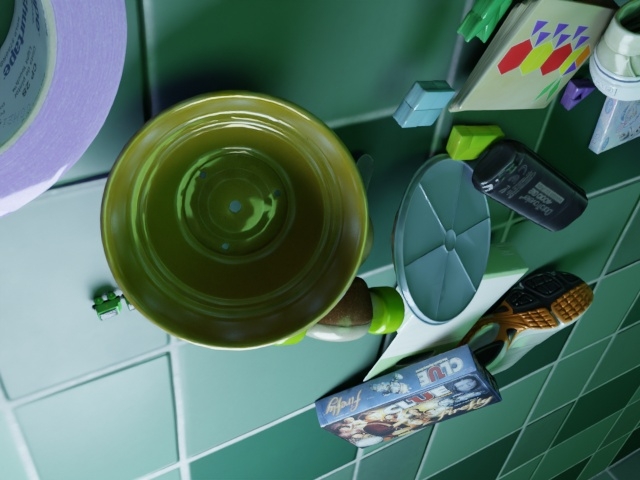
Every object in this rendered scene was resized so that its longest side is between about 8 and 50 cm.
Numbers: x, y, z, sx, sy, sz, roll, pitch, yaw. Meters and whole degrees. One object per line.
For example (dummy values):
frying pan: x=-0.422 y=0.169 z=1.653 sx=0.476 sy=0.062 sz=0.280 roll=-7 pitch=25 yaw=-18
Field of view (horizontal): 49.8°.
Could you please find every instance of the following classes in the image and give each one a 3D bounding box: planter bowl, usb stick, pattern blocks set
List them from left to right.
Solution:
planter bowl: x=-0.073 y=-0.022 z=0.600 sx=0.217 sy=0.090 sz=0.217 roll=-2 pitch=104 yaw=-8
usb stick: x=0.278 y=-0.065 z=0.895 sx=0.077 sy=0.045 sz=0.278 roll=-44 pitch=148 yaw=21
pattern blocks set: x=0.226 y=-0.192 z=0.714 sx=0.325 sy=0.026 sz=0.285 roll=-5 pitch=143 yaw=-49

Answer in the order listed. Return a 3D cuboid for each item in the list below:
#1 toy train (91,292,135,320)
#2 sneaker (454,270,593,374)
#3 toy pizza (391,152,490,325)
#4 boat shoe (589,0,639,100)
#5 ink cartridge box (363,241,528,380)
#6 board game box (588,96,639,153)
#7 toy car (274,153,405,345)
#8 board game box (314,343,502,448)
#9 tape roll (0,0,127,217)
toy train: x=-0.181 y=0.055 z=0.674 sx=0.083 sy=0.024 sz=0.017 roll=-21 pitch=139 yaw=-21
sneaker: x=0.323 y=0.145 z=1.135 sx=0.262 sy=0.099 sz=0.121 roll=-28 pitch=149 yaw=-2
toy pizza: x=0.139 y=-0.001 z=0.809 sx=0.201 sy=0.032 sz=0.201 roll=-7 pitch=100 yaw=-48
boat shoe: x=0.424 y=-0.236 z=0.701 sx=0.302 sy=0.109 sz=0.094 roll=-26 pitch=157 yaw=-3
ink cartridge box: x=0.163 y=0.102 z=0.979 sx=0.171 sy=0.056 sz=0.235 roll=-6 pitch=144 yaw=-35
board game box: x=0.413 y=-0.170 z=0.934 sx=0.090 sy=0.020 sz=0.090 roll=-22 pitch=140 yaw=-23
toy car: x=0.000 y=0.000 z=0.715 sx=0.155 sy=0.149 sz=0.188 roll=0 pitch=101 yaw=-37
board game box: x=0.136 y=0.242 z=1.040 sx=0.243 sy=0.042 sz=0.165 roll=-24 pitch=145 yaw=15
tape roll: x=-0.254 y=-0.126 z=0.379 sx=0.274 sy=0.090 sz=0.275 roll=-22 pitch=138 yaw=-20
